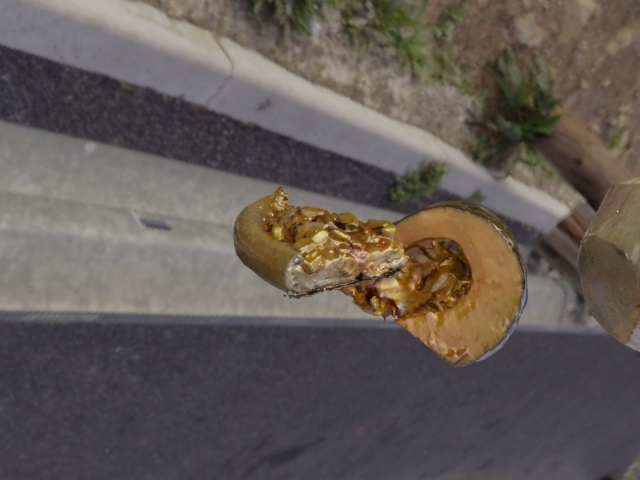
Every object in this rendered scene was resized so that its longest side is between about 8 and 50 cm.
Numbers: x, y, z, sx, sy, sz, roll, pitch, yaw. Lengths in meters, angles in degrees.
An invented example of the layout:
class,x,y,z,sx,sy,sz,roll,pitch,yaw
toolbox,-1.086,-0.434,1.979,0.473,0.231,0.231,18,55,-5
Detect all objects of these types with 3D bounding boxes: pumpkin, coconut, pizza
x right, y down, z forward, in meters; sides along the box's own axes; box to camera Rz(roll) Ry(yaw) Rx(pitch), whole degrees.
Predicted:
class,x,y,z,sx,sy,sz,roll,pitch,yaw
pumpkin,0.099,0.066,1.124,0.280,0.190,0.139,-16,180,7
coconut,0.406,0.023,1.048,0.236,0.237,0.197,-30,-165,-10
pizza,0.000,0.000,0.699,0.178,0.130,0.041,-65,163,-73
